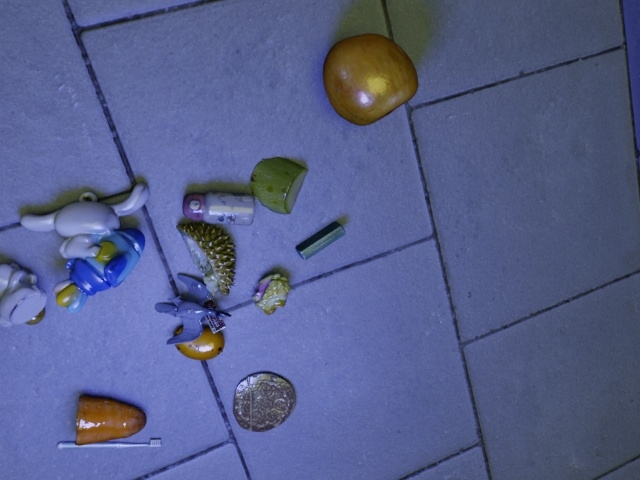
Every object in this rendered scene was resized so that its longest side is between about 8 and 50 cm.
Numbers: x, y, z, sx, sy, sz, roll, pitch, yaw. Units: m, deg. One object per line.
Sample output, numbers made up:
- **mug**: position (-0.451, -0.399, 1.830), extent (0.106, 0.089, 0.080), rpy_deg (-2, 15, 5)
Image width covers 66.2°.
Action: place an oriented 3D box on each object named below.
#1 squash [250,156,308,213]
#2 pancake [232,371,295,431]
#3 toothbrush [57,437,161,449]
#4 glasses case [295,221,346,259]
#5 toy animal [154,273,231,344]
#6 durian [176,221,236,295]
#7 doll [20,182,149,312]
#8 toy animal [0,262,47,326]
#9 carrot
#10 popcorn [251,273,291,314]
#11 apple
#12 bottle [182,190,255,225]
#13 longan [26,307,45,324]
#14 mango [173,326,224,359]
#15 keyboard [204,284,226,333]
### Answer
- **squash**: position (-0.146, -0.193, 1.695), extent (0.184, 0.085, 0.192), rpy_deg (20, 93, -20)
- **pancake**: position (-0.213, 0.617, 1.866), extent (0.249, 0.031, 0.250), rpy_deg (-3, 102, -15)
- **toothbrush**: position (-0.739, 0.721, 1.737), extent (0.341, 0.025, 0.030), rpy_deg (5, 93, -17)
- **glasses case**: position (0.000, 0.000, 1.779), extent (0.184, 0.078, 0.040), rpy_deg (-33, 111, -7)
- **toy animal**: position (-0.441, 0.244, 1.664), extent (0.176, 0.255, 0.240), rpy_deg (29, 68, -53)
- **durian**: position (-0.366, 0.070, 1.655), extent (0.166, 0.172, 0.307), rpy_deg (-19, 116, 13)
- **doll**: position (-0.691, 0.022, 1.525), extent (0.375, 0.187, 0.366), rpy_deg (-20, 77, 6)
- **toy animal**: position (-0.946, 0.168, 1.490), extent (0.192, 0.127, 0.179), rpy_deg (27, 79, 12)
- **carrot**: position (-0.704, 0.609, 1.659), extent (0.224, 0.159, 0.159), rpy_deg (9, 98, -20)
- **popcorn**: position (-0.171, 0.188, 1.746), extent (0.145, 0.125, 0.126), rpy_deg (-43, 100, -14)
- **apple**: position (0.155, -0.530, 1.612), extent (0.298, 0.299, 0.275), rpy_deg (-29, 90, -9)
- **bottle**: position (-0.341, -0.110, 1.642), extent (0.233, 0.110, 0.110), rpy_deg (3, 100, -17)
- **longan**: position (-0.910, 0.231, 1.560), extent (0.075, 0.083, 0.075), rpy_deg (6, 82, -52)
- **mango**: position (-0.426, 0.361, 1.723), extent (0.177, 0.090, 0.115), rpy_deg (5, 86, -14)
- **keyboard**: position (-0.389, 0.239, 1.712), extent (0.055, 0.017, 0.166), rpy_deg (-28, 83, -8)
